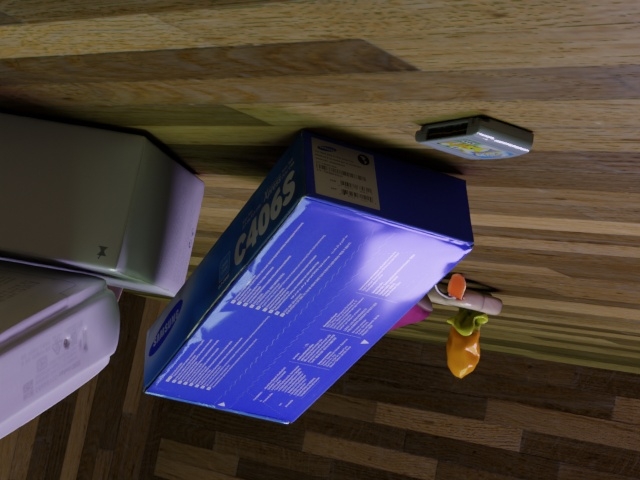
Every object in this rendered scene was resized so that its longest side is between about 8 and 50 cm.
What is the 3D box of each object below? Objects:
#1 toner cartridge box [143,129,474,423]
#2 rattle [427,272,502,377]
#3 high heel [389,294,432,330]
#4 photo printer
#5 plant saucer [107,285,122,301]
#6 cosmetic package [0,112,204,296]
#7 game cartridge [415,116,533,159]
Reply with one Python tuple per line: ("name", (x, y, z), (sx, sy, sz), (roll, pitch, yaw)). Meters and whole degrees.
("toner cartridge box", (-0.023, 0.048, 1.191), (0.165, 0.075, 0.348), (17, 140, -23))
("rattle", (0.194, 0.123, 1.938), (0.130, 0.142, 0.200), (29, -178, 7))
("high heel", (0.036, 0.081, 1.581), (0.181, 0.127, 0.377), (-31, 168, 5))
("photo printer", (-0.384, 0.089, 1.219), (0.307, 0.107, 0.256), (8, -161, 21))
("plant saucer", (-0.377, 0.023, 1.479), (0.311, 0.310, 0.050), (10, 147, 10))
("cosmetic package", (-0.262, -0.037, 1.324), (0.224, 0.138, 0.225), (10, 174, 11))
("game cartridge", (0.113, -0.073, 0.942), (0.056, 0.017, 0.083), (11, 174, -28))
